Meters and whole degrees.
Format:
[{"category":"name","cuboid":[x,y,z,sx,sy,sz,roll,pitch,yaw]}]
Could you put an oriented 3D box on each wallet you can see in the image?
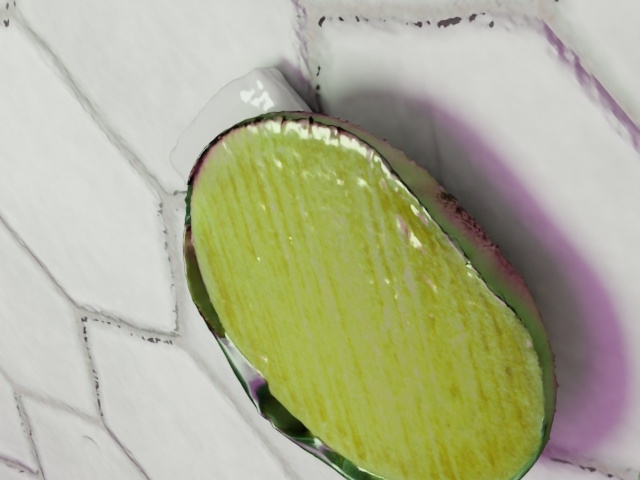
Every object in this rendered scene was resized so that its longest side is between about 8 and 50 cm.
[{"category":"wallet","cuboid":[0.000,0.000,0.782,0.183,0.032,0.124,51,144,2]}]

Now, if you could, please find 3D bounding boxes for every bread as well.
[{"category":"bread","cuboid":[0.021,0.036,0.740,0.228,0.033,0.228,26,135,30]}]

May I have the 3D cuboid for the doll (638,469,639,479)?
[{"category":"doll","cuboid":[0.209,0.194,0.526,0.284,0.216,0.268,37,142,28]}]
